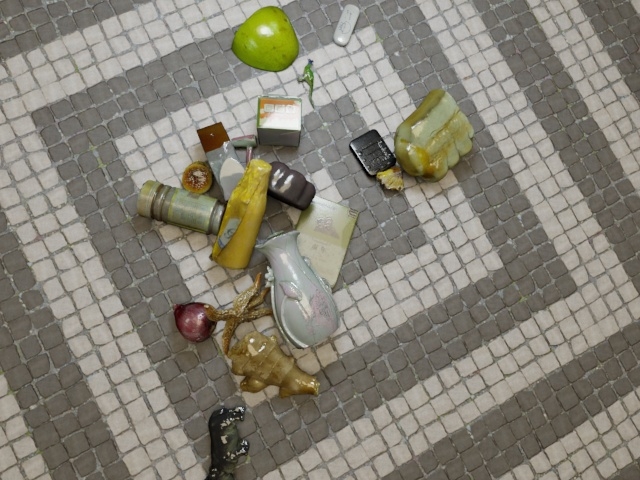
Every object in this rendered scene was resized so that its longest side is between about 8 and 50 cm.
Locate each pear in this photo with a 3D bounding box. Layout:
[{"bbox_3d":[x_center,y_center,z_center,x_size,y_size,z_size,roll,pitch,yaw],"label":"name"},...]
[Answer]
[{"bbox_3d":[-0.212,-0.858,1.788,0.288,0.139,0.239,-42,97,-7],"label":"pear"}]

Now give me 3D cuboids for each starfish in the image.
[{"bbox_3d":[-0.285,0.284,1.634,0.294,0.084,0.301,-35,127,-29],"label":"starfish"}]

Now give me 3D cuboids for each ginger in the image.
[{"bbox_3d":[-0.193,0.523,1.612,0.375,0.166,0.236,43,74,5],"label":"ginger"}]

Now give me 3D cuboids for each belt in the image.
[{"bbox_3d":[-0.378,-0.310,1.655,0.122,0.217,0.338,-23,75,-8],"label":"belt"}]

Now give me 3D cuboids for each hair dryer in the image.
[{"bbox_3d":[-0.314,-0.368,1.759,0.106,0.054,0.154,-11,89,-2],"label":"hair dryer"}]

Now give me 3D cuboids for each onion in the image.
[{"bbox_3d":[-0.497,0.303,1.615,0.195,0.159,0.159,28,81,9],"label":"onion"}]

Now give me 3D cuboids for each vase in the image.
[{"bbox_3d":[-0.093,0.177,1.611,0.250,0.250,0.445,-22,92,-8],"label":"vase"}]

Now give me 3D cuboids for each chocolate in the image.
[{"bbox_3d":[-0.297,-0.099,1.568,0.162,0.162,0.445,21,117,-3],"label":"chocolate"}]

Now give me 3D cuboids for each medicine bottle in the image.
[{"bbox_3d":[-0.542,-0.125,1.654,0.323,0.151,0.151,16,82,-4],"label":"medicine bottle"}]

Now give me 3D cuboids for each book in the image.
[{"bbox_3d":[0.000,0.000,1.752,0.239,0.035,0.352,20,82,-1],"label":"book"}]

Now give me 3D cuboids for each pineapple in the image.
[{"bbox_3d":[0.308,-0.265,1.766,0.137,0.116,0.069,14,37,-25],"label":"pineapple"}]

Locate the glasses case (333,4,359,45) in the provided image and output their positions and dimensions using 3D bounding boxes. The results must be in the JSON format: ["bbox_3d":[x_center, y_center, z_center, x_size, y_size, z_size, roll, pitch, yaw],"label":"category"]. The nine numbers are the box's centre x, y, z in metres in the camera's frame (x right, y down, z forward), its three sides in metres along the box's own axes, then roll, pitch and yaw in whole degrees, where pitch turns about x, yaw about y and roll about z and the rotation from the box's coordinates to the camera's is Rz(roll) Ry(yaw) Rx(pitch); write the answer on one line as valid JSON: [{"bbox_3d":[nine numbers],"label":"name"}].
[{"bbox_3d":[0.117,-0.970,1.866,0.076,0.049,0.197,22,82,-3],"label":"glasses case"}]

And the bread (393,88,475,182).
[{"bbox_3d":[0.455,-0.417,1.760,0.300,0.210,0.341,41,87,-23],"label":"bread"}]

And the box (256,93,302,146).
[{"bbox_3d":[-0.168,-0.491,1.710,0.178,0.195,0.148,1,83,-5],"label":"box"}]

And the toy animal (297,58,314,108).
[{"bbox_3d":[-0.065,-0.689,1.824,0.075,0.041,0.216,-1,88,-7],"label":"toy animal"}]

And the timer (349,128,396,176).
[{"bbox_3d":[0.227,-0.378,1.810,0.144,0.055,0.187,-30,83,-10],"label":"timer"}]

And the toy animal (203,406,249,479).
[{"bbox_3d":[-0.362,0.818,1.589,0.169,0.106,0.342,8,86,-5],"label":"toy animal"}]

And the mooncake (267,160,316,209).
[{"bbox_3d":[-0.140,-0.216,1.661,0.245,0.245,0.133,33,85,-1],"label":"mooncake"}]

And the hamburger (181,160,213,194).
[{"bbox_3d":[-0.505,-0.256,1.708,0.127,0.081,0.141,25,83,-2],"label":"hamburger"}]
